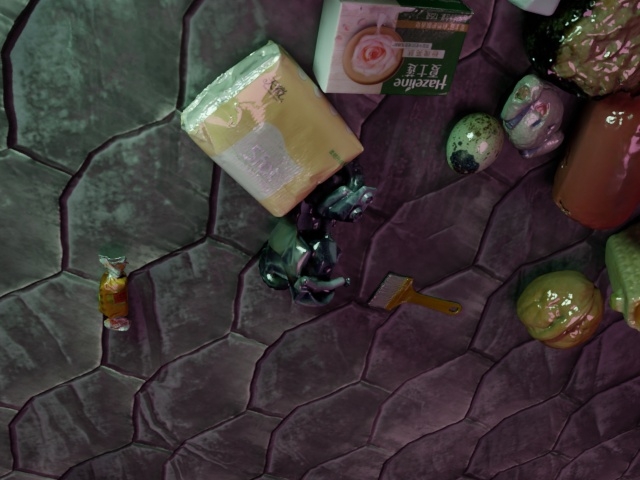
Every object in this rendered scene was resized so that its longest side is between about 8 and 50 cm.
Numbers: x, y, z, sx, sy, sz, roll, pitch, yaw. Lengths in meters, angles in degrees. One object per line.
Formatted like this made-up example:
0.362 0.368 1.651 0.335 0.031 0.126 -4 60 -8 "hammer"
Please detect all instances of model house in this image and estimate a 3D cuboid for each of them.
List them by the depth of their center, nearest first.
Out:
0.653 0.058 1.476 0.235 0.193 0.174 -3 134 4 "model house"

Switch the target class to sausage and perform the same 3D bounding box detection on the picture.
0.486 -0.144 1.302 0.152 0.152 0.279 2 127 -19 "sausage"

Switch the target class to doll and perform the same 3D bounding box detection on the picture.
0.337 -0.194 1.248 0.103 0.071 0.214 -40 150 5 "doll"

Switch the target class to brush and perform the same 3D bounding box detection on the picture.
0.193 0.114 1.514 0.205 0.011 0.083 16 121 -29 "brush"

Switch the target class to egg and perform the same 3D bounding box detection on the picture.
0.244 -0.153 1.257 0.085 0.085 0.110 17 126 -29 "egg"

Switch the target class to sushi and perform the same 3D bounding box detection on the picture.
0.448 -0.349 1.104 0.350 0.170 0.211 -42 127 17 "sushi"

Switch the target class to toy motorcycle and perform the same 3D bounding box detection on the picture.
0.000 0.000 1.262 0.106 0.159 0.270 4 132 -48 "toy motorcycle"

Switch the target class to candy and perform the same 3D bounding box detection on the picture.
-0.339 0.083 1.292 0.053 0.046 0.182 -5 135 -18 "candy"

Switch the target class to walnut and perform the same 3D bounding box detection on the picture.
0.470 0.132 1.535 0.167 0.149 0.166 8 121 14 "walnut"

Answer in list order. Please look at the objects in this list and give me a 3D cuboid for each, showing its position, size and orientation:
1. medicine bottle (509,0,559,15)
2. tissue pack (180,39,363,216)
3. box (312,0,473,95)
0.309 -0.423 1.028 0.083 0.121 0.228 7 126 -22 "medicine bottle"
-0.070 -0.158 1.147 0.186 0.090 0.222 -36 130 10 "tissue pack"
0.098 -0.281 1.109 0.199 0.081 0.135 -1 128 -15 "box"
